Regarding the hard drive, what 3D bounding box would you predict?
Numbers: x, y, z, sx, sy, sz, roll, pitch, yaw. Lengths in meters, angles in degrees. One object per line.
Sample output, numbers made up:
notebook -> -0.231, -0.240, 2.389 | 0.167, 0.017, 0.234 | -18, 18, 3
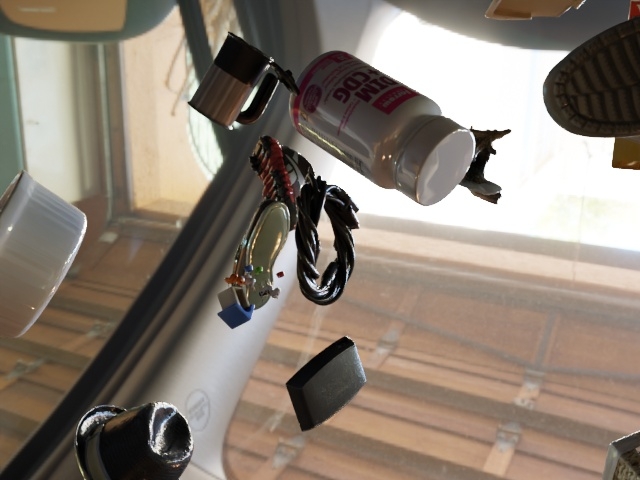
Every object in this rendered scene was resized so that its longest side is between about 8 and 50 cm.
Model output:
hard drive -> 0.025, 0.392, 1.878 | 0.054, 0.172, 0.255 | 1, -155, 45

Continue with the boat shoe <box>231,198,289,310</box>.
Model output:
boat shoe -> -0.116, 0.019, 1.234 | 0.081, 0.227, 0.069 | -9, -142, -38

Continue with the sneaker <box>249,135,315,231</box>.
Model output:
sneaker -> -0.066, -0.118, 1.482 | 0.135, 0.097, 0.276 | 15, -143, -29

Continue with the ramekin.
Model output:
ramekin -> -0.517, 0.032, 1.163 | 0.135, 0.277, 0.277 | 33, -176, -25

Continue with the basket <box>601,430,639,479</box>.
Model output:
basket -> 0.506, 0.376, 1.040 | 0.113, 0.167, 0.103 | -17, -142, -10

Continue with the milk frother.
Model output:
milk frother -> -0.118, -0.236, 1.090 | 0.129, 0.134, 0.143 | 25, -166, -31

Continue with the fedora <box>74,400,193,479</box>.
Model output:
fedora -> -0.375, 0.455, 1.502 | 0.152, 0.334, 0.334 | -40, -163, 7

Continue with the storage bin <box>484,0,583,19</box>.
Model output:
storage bin -> 0.268, -0.438, 0.799 | 0.123, 0.262, 0.260 | -3, 167, -7

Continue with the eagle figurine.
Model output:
eagle figurine -> 0.324, -0.165, 1.589 | 0.225, 0.298, 0.226 | -38, -105, -26

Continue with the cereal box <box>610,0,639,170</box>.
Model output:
cereal box -> 0.489, -0.209, 0.905 | 0.173, 0.240, 0.047 | 6, -168, 22

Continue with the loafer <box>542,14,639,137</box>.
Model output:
loafer -> 0.306, -0.154, 0.571 | 0.251, 0.094, 0.087 | -19, -172, 7

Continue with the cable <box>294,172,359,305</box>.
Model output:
cable -> 0.000, 0.000, 0.850 | 0.047, 0.150, 0.184 | 10, 167, 21

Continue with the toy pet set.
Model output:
toy pet set -> -0.123, 0.100, 1.173 | 0.114, 0.065, 0.122 | -29, 160, 21

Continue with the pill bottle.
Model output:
pill bottle -> 0.096, -0.181, 1.101 | 0.160, 0.160, 0.283 | -15, -137, -43
